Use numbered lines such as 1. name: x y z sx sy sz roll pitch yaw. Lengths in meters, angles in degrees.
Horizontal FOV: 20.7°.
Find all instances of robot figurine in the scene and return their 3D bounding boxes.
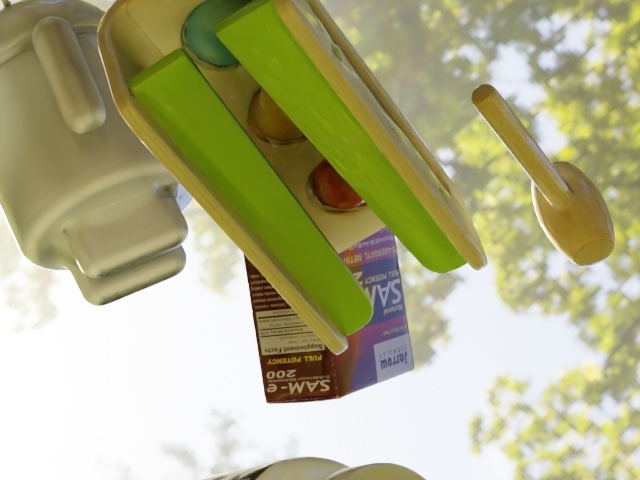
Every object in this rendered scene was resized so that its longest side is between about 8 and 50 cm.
1. robot figurine: -0.260 -0.110 1.829 0.353 0.200 0.300 61 -20 19

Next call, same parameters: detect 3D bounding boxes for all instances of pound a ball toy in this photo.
1. pound a ball toy: 0.030 -0.073 1.142 0.319 0.208 0.135 49 15 -41

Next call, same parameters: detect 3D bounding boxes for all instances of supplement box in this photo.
1. supplement box: 0.000 0.000 1.389 0.073 0.130 0.239 -7 -87 31

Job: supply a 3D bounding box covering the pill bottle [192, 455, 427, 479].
1. pill bottle: -0.036 0.246 1.289 0.278 0.162 0.162 -20 -71 47
